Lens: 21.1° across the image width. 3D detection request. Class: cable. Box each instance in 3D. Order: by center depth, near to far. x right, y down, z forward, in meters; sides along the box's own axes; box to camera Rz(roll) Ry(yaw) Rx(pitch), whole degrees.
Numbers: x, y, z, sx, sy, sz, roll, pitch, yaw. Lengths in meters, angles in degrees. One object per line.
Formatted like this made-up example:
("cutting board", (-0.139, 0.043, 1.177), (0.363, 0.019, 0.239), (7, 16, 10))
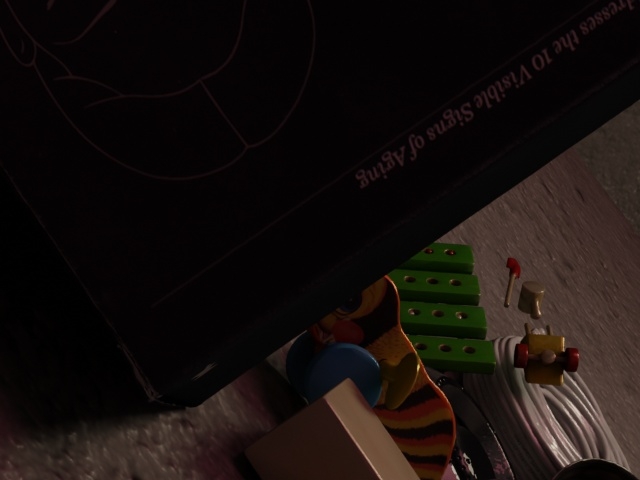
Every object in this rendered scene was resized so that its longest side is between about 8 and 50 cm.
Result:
("cable", (0.262, 0.226, 1.983), (0.257, 0.089, 0.257), (59, 20, 16))

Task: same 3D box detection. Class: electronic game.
("electronic game", (0.145, 0.233, 1.748), (0.229, 0.048, 0.229), (51, 22, -29))

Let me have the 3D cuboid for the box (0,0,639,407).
("box", (-0.048, -0.200, 1.289), (0.472, 0.480, 0.297), (55, -3, 7))

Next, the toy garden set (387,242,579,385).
("toy garden set", (0.174, 0.088, 1.943), (0.204, 0.049, 0.244), (4, 31, -4))

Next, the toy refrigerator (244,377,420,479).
("toy refrigerator", (0.053, 0.256, 1.420), (0.269, 0.094, 0.102), (56, 14, 3))

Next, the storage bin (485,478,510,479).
("storage bin", (0.139, 0.295, 1.577), (0.135, 0.098, 0.091), (-71, 150, -69))

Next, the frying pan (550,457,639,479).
("frying pan", (0.338, 0.372, 1.833), (0.326, 0.053, 0.197), (43, 56, -17))

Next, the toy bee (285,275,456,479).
("toy bee", (0.040, 0.086, 1.537), (0.298, 0.162, 0.195), (49, -4, -37))
